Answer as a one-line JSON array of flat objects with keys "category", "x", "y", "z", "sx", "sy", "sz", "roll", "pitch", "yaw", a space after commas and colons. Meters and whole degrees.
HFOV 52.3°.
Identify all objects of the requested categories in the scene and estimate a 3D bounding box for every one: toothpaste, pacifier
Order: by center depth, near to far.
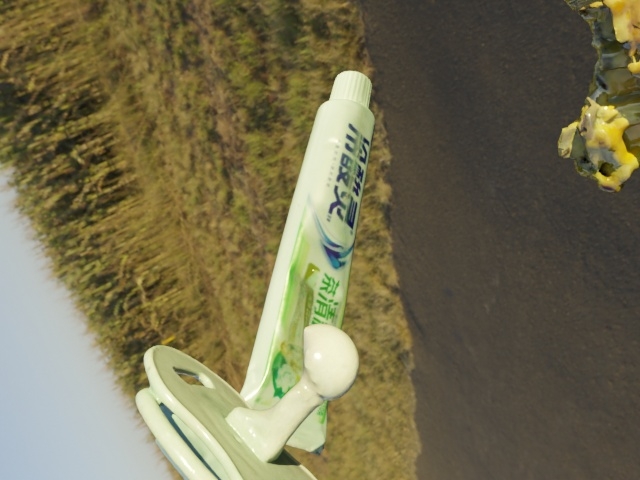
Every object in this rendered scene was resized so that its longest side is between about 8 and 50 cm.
[{"category": "pacifier", "x": -0.028, "y": 0.091, "z": 0.347, "sx": 0.150, "sy": 0.117, "sz": 0.127, "roll": 44, "pitch": -178, "yaw": 30}, {"category": "toothpaste", "x": 0.000, "y": 0.000, "z": 0.487, "sx": 0.074, "sy": 0.297, "sz": 0.048, "roll": 25, "pitch": 153, "yaw": -27}]

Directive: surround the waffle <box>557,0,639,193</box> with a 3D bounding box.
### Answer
[{"category": "waffle", "x": 0.119, "y": -0.113, "z": 0.283, "sx": 0.194, "sy": 0.051, "sz": 0.149, "roll": 37, "pitch": 129, "yaw": -2}]
